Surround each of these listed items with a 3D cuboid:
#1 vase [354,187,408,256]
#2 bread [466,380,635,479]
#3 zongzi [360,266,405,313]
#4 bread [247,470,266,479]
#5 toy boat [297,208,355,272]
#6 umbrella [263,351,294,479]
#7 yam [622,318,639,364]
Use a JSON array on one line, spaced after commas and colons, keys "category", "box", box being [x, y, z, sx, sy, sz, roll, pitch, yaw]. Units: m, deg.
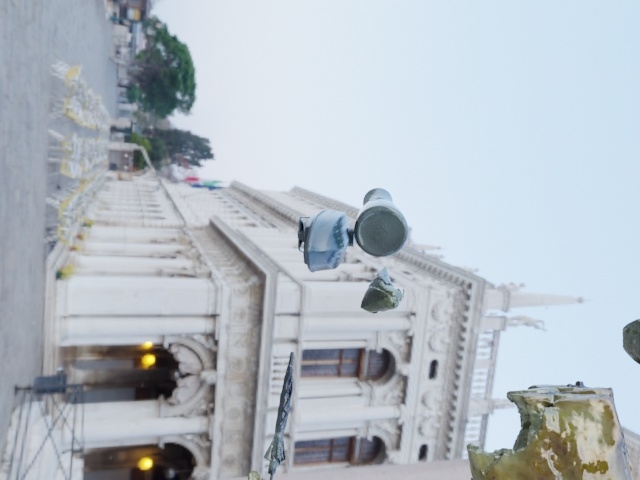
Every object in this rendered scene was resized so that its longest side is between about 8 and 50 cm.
[{"category": "vase", "box": [0.102, -0.043, 1.014, 0.214, 0.086, 0.086, -77, 176, -73]}, {"category": "bread", "box": [0.493, 0.456, 1.219, 0.191, 0.370, 0.314, 108, -22, -68]}, {"category": "zongzi", "box": [0.145, 0.096, 1.240, 0.109, 0.055, 0.119, -21, -142, 58]}, {"category": "bread", "box": [-0.119, 0.546, 1.225, 0.136, 0.054, 0.154, 66, -13, -7]}, {"category": "toy boat", "box": [0.000, 0.000, 0.947, 0.246, 0.103, 0.093, -44, 137, -79]}, {"category": "umbrella", "box": [-0.075, 0.336, 1.054, 0.044, 0.044, 0.269, -12, -113, 50]}, {"category": "yam", "box": [0.412, 0.131, 0.657, 0.146, 0.069, 0.070, -117, -147, -78]}]
